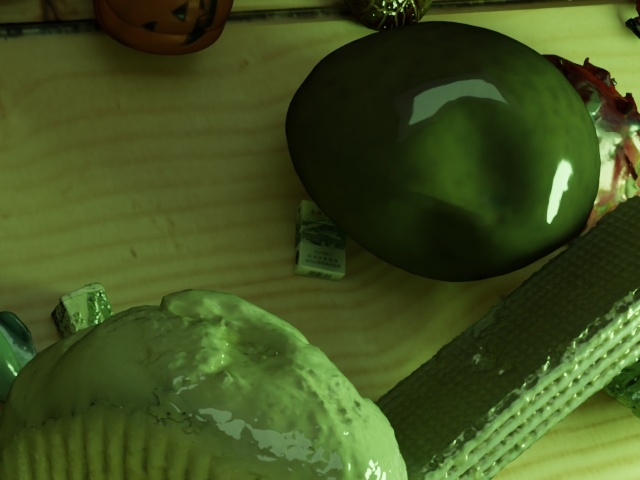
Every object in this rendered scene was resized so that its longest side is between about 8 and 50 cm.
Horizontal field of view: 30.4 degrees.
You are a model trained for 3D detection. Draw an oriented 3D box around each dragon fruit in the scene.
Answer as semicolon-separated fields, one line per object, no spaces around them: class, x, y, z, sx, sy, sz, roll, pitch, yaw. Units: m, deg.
dragon fruit;0.347;-0.131;1.440;0.161;0.126;0.274;11;62;-17

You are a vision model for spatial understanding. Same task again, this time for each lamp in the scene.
lamp;-0.179;-0.293;1.274;0.164;0.187;0.187;1;65;-20

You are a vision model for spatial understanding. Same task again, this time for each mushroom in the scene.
mushroom;0.082;-0.316;1.448;0.126;0.085;0.109;-17;73;-23

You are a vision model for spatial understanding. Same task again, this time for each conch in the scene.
conch;-0.318;0.102;1.100;0.180;0.088;0.065;44;101;-4

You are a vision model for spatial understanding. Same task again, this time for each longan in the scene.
longan;0.134;-0.100;1.250;0.350;0.288;0.288;13;61;-22

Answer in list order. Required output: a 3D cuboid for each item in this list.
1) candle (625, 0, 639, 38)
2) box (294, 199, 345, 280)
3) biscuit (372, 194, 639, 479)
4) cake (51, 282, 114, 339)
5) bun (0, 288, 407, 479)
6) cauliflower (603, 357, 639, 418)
candle;0.475;-0.384;1.659;0.084;0.059;0.301;13;61;-5
box;0.000;0.000;1.294;0.054;0.024;0.083;10;62;-16
biscuit;0.219;0.112;1.197;0.426;0.144;0.078;-37;124;-14
cake;-0.217;0.112;1.151;0.051;0.055;0.140;-21;92;-30
bun;-0.090;0.183;0.991;0.360;0.359;0.211;35;46;-3
cauliflower;0.436;0.085;1.297;0.272;0.250;0.275;7;58;-21
